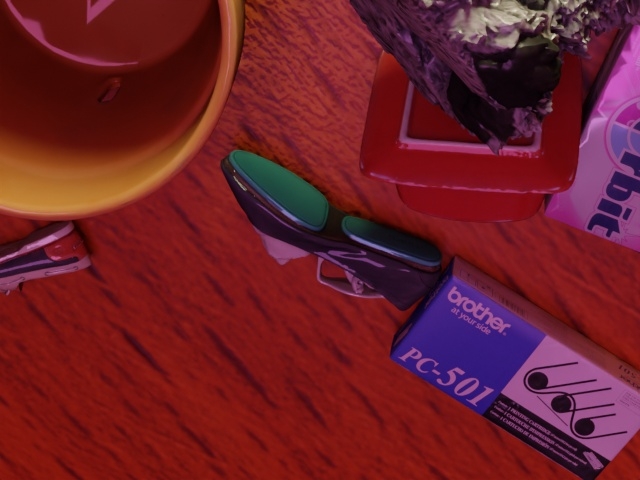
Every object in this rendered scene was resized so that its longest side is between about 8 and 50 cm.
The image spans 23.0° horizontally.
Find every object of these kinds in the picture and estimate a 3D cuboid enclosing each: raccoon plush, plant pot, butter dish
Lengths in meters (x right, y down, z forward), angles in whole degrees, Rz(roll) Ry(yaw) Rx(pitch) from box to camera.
[{"bbox_3d":[0.130,-0.278,1.035,0.299,0.216,0.446,-41,105,-4],"label":"raccoon plush"},{"bbox_3d":[-0.187,-0.185,1.157,0.291,0.203,0.291,3,115,7],"label":"plant pot"},{"bbox_3d":[0.117,-0.067,1.209,0.160,0.160,0.118,4,138,8],"label":"butter dish"}]

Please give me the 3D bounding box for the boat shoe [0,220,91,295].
[{"bbox_3d":[-0.263,0.024,1.353,0.137,0.049,0.043,-21,112,12],"label":"boat shoe"}]

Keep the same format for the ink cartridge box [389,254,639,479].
[{"bbox_3d":[0.171,0.109,1.321,0.207,0.046,0.097,32,114,-6],"label":"ink cartridge box"}]

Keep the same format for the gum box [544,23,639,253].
[{"bbox_3d":[0.254,-0.081,1.211,0.107,0.062,0.188,22,116,-1],"label":"gum box"}]

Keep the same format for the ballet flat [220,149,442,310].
[{"bbox_3d":[0.000,0.000,1.287,0.203,0.074,0.074,26,116,-6],"label":"ballet flat"}]
